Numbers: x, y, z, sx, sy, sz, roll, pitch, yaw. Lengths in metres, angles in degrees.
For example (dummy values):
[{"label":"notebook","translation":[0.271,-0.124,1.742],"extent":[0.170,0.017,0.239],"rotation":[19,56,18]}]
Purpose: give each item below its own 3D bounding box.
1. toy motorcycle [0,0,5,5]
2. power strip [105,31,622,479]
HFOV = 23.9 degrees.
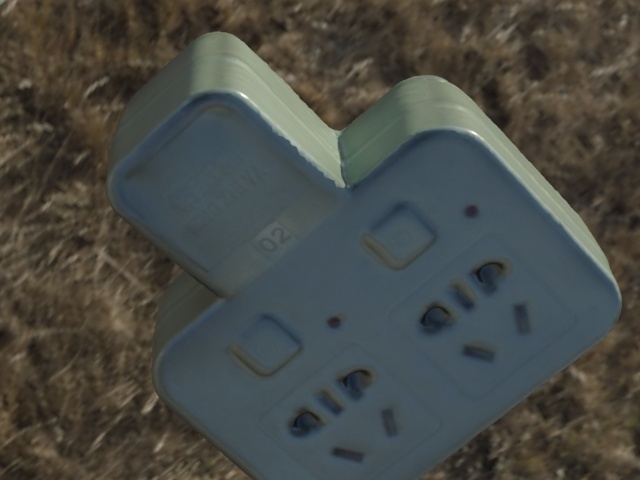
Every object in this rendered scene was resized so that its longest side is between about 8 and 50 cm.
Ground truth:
[{"label":"toy motorcycle","translation":[-0.144,-0.150,0.480],"extent":[0.109,0.296,0.198],"rotation":[7,62,8]},{"label":"power strip","translation":[0.000,0.000,0.844],"extent":[0.261,0.229,0.141],"rotation":[44,15,-21]}]
